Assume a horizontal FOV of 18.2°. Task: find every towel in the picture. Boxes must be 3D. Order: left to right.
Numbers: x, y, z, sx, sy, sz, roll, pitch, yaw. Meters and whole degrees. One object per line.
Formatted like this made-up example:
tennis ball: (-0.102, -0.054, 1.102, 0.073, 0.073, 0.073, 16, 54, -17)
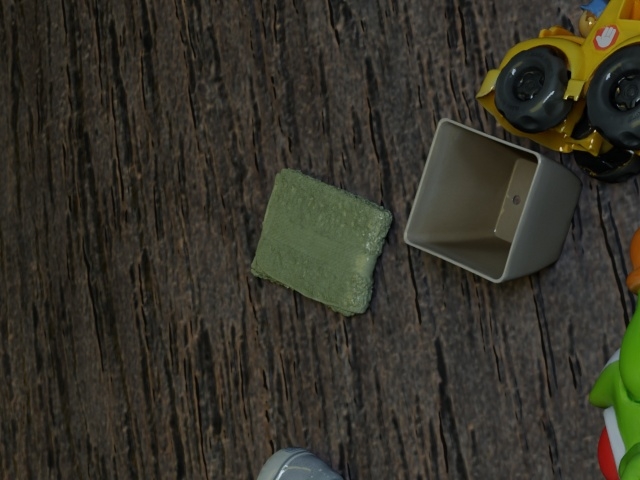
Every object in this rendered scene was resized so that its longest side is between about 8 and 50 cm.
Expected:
towel: (0.000, 0.000, 1.812, 0.148, 0.027, 0.110, 22, 99, 42)

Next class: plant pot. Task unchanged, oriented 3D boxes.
plant pot: (0.151, -0.030, 1.636, 0.109, 0.096, 0.109, 25, 102, 39)

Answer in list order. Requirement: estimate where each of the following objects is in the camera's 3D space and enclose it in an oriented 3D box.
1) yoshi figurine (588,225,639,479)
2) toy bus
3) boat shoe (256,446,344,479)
yoshi figurine: (0.279, 0.172, 1.408, 0.203, 0.203, 0.362, 12, 78, 10)
toy bus: (0.256, -0.155, 1.536, 0.220, 0.149, 0.211, 11, 80, 44)
boat shoe: (-0.037, 0.301, 1.781, 0.081, 0.079, 0.227, 22, 97, 45)
